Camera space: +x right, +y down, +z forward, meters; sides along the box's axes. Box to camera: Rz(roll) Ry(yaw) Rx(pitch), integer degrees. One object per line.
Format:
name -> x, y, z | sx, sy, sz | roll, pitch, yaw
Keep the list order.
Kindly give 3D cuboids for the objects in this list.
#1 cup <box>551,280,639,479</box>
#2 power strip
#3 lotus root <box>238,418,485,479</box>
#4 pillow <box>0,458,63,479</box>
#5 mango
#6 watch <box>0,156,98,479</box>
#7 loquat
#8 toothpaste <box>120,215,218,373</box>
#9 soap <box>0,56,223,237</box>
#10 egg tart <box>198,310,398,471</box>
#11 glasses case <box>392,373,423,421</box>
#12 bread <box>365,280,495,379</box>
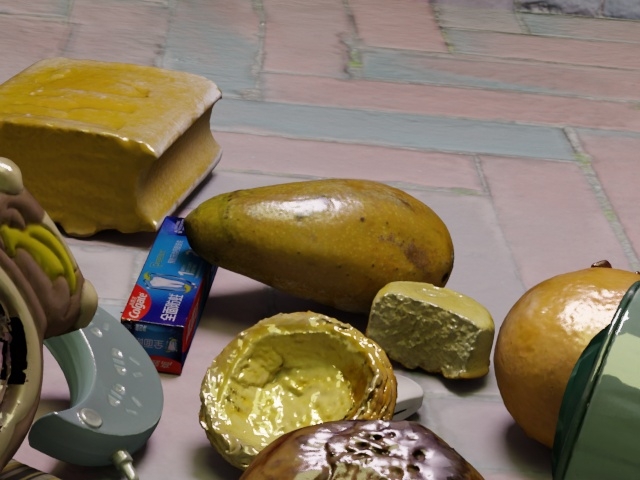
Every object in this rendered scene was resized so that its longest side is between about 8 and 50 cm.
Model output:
cup -> 0.411, 0.219, 1.693 | 0.392, 0.310, 0.401 | 18, 27, 15
power strip -> -0.237, 0.149, 1.913 | 0.168, 0.054, 0.253 | 19, 31, -33
lotus root -> 0.028, 0.255, 1.624 | 0.272, 0.192, 0.272 | 13, 21, -5
pillow -> -0.316, 0.237, 1.787 | 0.203, 0.038, 0.113 | 19, 29, 29
mango -> 0.006, -0.003, 2.250 | 0.329, 0.176, 0.175 | 16, 57, -29
watch -> -0.430, 0.099, 1.748 | 0.327, 0.314, 0.335 | -3, 40, 37
loquat -> 0.296, 0.134, 2.003 | 0.238, 0.193, 0.238 | -11, 35, 8
toothpaste -> -0.175, 0.059, 2.222 | 0.076, 0.066, 0.320 | 7, 23, 3
soap -> -0.311, -0.130, 2.534 | 0.293, 0.156, 0.335 | 7, 21, 13
egg tart -> -0.021, 0.170, 1.910 | 0.213, 0.090, 0.212 | -6, 46, 6
glasses case -> 0.044, 0.180, 2.013 | 0.063, 0.041, 0.164 | 27, 30, 37
bread -> 0.135, 0.103, 2.172 | 0.156, 0.086, 0.125 | 19, 19, 21
